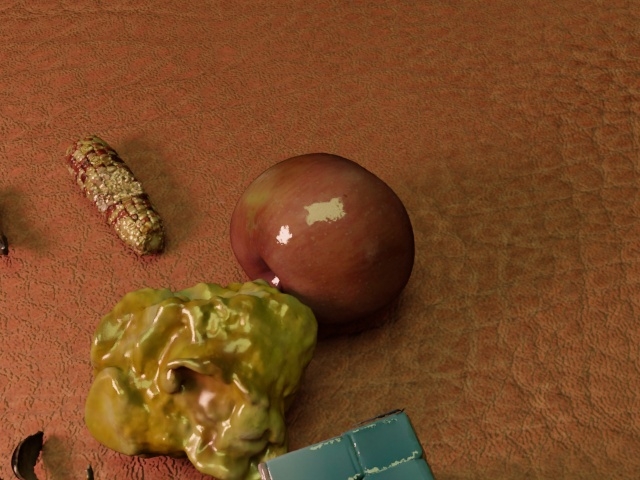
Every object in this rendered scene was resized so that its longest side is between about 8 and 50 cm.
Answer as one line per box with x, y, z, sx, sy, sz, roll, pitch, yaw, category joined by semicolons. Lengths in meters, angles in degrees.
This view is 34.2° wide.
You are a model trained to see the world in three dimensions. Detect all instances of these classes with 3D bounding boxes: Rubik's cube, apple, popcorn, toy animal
0.056;0.406;1.429;0.231;0.221;0.224;-18;55;-8;Rubik's cube
0.000;0.000;1.693;0.235;0.305;0.306;-36;58;-23;apple
-0.181;0.210;1.599;0.334;0.292;0.293;7;16;31;popcorn
-0.412;0.367;1.535;0.160;0.197;0.272;-5;49;-2;toy animal

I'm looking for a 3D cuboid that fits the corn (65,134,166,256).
-0.375;-0.083;1.908;0.098;0.098;0.290;-31;57;-16;corn

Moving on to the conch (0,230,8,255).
-0.623;-0.034;1.901;0.080;0.086;0.232;-21;53;-9;conch
